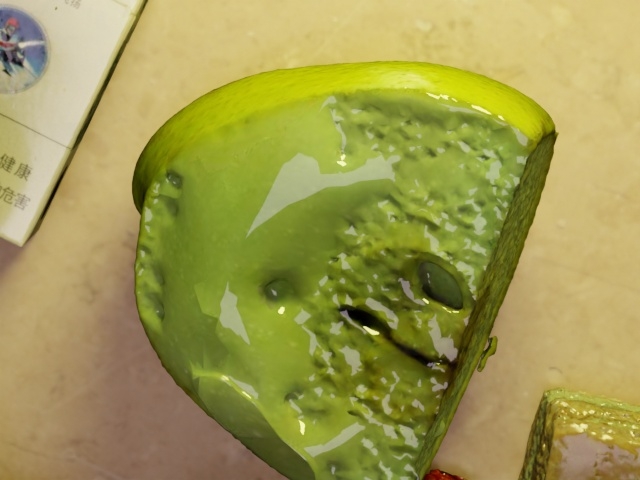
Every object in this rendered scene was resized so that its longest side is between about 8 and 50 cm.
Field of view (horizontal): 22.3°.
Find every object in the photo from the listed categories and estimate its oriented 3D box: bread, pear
[{"bbox_3d":[0.240,0.234,1.395,0.138,0.102,0.196,13,104,0],"label":"bread"},{"bbox_3d":[0.000,0.000,1.290,0.318,0.238,0.342,21,108,8],"label":"pear"}]

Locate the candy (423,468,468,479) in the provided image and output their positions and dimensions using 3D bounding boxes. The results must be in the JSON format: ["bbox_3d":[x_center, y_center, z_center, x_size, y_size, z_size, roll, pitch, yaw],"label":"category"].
[{"bbox_3d":[0.049,0.195,1.420,0.201,0.060,0.060,34,101,1],"label":"candy"}]

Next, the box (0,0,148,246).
[{"bbox_3d":[-0.259,-0.146,1.331,0.164,0.069,0.256,26,102,-5],"label":"box"}]
